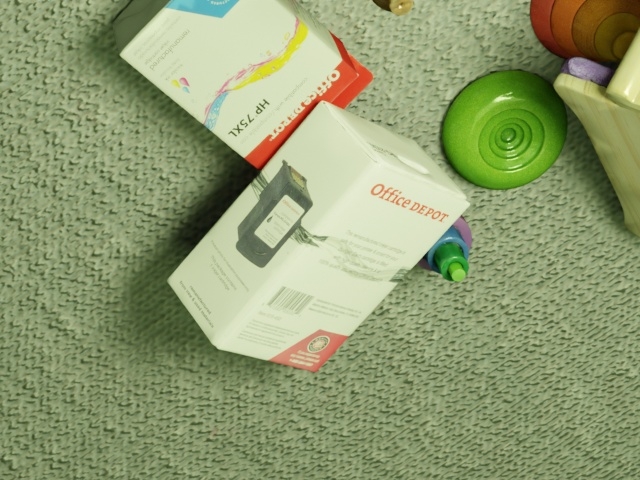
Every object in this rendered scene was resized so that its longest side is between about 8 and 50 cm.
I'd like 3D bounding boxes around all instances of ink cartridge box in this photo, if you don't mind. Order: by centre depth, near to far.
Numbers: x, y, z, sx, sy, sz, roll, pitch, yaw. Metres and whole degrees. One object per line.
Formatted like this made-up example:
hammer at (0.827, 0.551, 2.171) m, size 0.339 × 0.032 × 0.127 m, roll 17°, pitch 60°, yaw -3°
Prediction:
ink cartridge box at (-0.063, -0.162, 1.797) m, size 0.134 × 0.078 × 0.231 m, roll -45°, pitch 118°, yaw 13°
ink cartridge box at (0.000, 0.000, 1.847) m, size 0.237 × 0.100 × 0.172 m, roll -48°, pitch 147°, yaw 16°

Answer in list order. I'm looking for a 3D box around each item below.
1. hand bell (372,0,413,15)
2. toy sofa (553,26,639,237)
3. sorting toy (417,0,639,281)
hand bell at (0.042, -0.249, 1.678) m, size 0.126 × 0.242 × 0.126 m, roll -5°, pitch 119°, yaw -9°
toy sofa at (0.362, -0.106, 1.813) m, size 0.150 × 0.177 × 0.362 m, roll -59°, pitch 148°, yaw -12°
sorting toy at (0.206, -0.103, 1.863) m, size 0.127 × 0.126 × 0.365 m, roll 26°, pitch 109°, yaw -24°
